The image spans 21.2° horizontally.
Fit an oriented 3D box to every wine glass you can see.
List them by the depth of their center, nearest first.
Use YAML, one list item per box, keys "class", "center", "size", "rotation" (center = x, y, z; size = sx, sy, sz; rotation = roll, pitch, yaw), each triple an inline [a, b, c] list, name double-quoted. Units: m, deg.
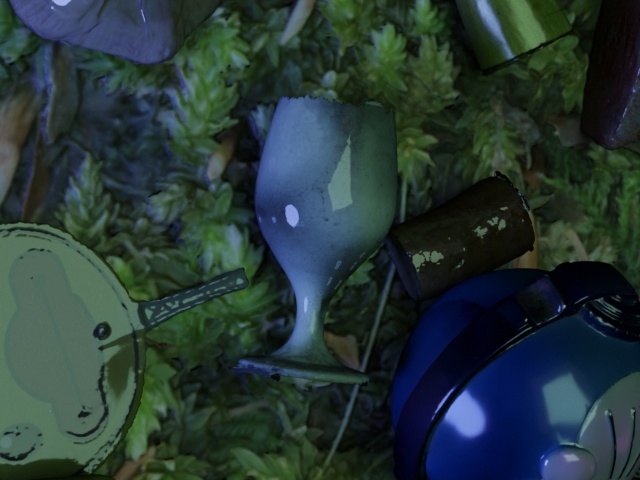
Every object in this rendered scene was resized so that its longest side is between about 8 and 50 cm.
- class: "wine glass"
  center: [0.000, 0.000, 1.457]
  size: [0.126, 0.126, 0.241]
  rotation: [8, 90, -23]

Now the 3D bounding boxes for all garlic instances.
- class: "garlic"
  center: [-0.153, -0.245, 1.341]
  size: [0.219, 0.212, 0.218]
  rotation: [0, 90, -17]

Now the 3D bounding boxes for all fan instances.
- class: "fan"
  center: [-0.211, 0.084, 1.427]
  size: [0.335, 0.011, 0.229]
  rotation: [-22, 99, -21]

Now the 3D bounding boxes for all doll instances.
- class: "doll"
  center: [0.208, 0.140, 1.495]
  size: [0.310, 0.240, 0.284]
  rotation: [-3, 132, -37]

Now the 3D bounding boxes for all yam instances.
- class: "yam"
  center: [0.124, -0.001, 1.537]
  size: [0.127, 0.084, 0.084]
  rotation: [-26, 101, -17]

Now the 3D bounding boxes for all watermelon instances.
- class: "watermelon"
  center: [0.362, -0.138, 1.629]
  size: [0.226, 0.148, 0.318]
  rotation: [-37, 119, 0]

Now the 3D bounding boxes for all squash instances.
- class: "squash"
  center: [0.150, -0.267, 1.548]
  size: [0.094, 0.094, 0.224]
  rotation: [-22, 91, -21]

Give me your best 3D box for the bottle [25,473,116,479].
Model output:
- class: "bottle"
  center: [-0.280, 0.249, 1.345]
  size: [0.260, 0.112, 0.112]
  rotation: [-2, 92, -23]
